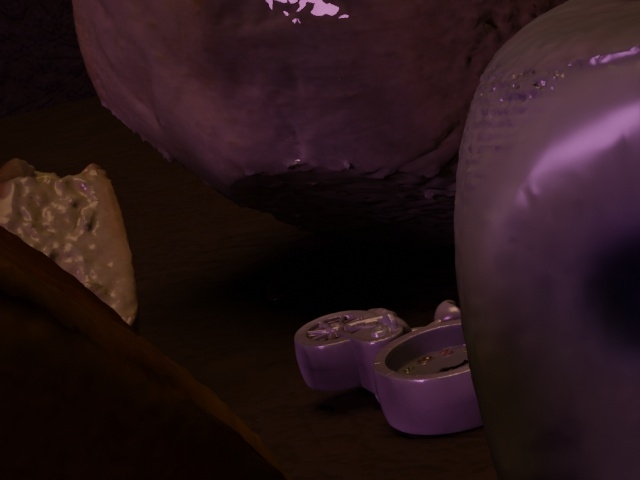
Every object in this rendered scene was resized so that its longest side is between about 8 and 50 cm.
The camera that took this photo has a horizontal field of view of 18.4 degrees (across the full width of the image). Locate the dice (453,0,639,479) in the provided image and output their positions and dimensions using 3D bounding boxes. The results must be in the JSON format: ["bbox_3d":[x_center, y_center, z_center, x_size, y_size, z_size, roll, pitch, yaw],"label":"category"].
[{"bbox_3d":[0.158,0.013,0.540,0.192,0.193,0.194,-7,15,29],"label":"dice"}]

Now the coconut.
[{"bbox_3d":[0.053,-0.167,1.177,0.415,0.344,0.415,28,4,-2],"label":"coconut"}]

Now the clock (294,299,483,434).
[{"bbox_3d":[0.046,0.051,0.882,0.087,0.041,0.129,-26,21,-32],"label":"clock"}]

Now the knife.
[{"bbox_3d":[0.000,0.000,1.249,0.035,0.018,0.247,-8,14,18],"label":"knife"}]

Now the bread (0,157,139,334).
[{"bbox_3d":[-0.179,0.073,0.972,0.184,0.224,0.211,-11,52,-17],"label":"bread"}]

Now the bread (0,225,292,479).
[{"bbox_3d":[-0.120,0.079,0.455,0.270,0.195,0.143,31,-7,-36],"label":"bread"}]
